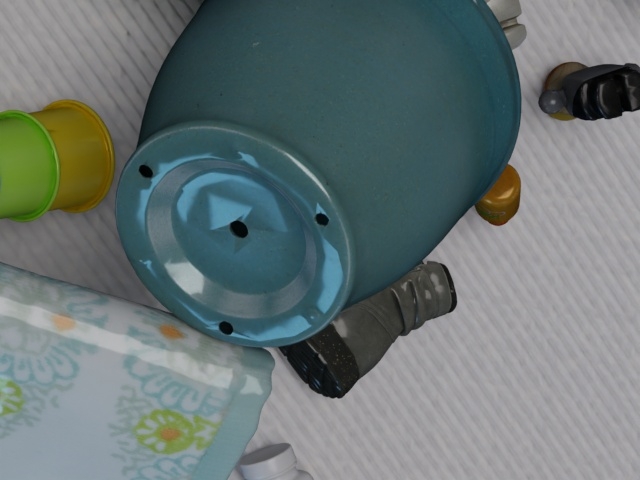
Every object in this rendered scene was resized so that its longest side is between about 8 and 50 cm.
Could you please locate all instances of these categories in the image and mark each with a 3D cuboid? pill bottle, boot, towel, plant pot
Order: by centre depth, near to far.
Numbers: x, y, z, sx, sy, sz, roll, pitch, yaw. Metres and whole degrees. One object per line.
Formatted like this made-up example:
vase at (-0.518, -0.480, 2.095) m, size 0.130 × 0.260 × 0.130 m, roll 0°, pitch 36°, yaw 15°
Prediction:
plant pot at (-0.016, -0.060, 1.464) m, size 0.271 × 0.272 × 0.255 m, roll 52°, pitch 37°, yaw -13°
towel at (-0.248, 0.171, 1.507) m, size 0.320 × 0.090 × 0.374 m, roll 17°, pitch 128°, yaw -18°
pill bottle at (-0.028, 0.236, 1.698) m, size 0.065 × 0.065 × 0.116 m, roll -21°, pitch 99°, yaw -16°
boot at (0.000, 0.000, 1.704) m, size 0.161 × 0.083 × 0.246 m, roll -41°, pitch 104°, yaw -25°

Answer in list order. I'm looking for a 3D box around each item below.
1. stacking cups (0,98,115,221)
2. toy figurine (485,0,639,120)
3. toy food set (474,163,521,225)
stacking cups at (-0.289, -0.049, 1.495) m, size 0.316 × 0.096 × 0.096 m, roll -13°, pitch 98°, yaw -55°
toy figurine at (0.211, -0.219, 1.723) m, size 0.213 × 0.148 × 0.209 m, roll 25°, pitch 90°, yaw -20°
toy food set at (0.066, -0.089, 1.703) m, size 0.232 × 0.104 × 0.111 m, roll 14°, pitch 77°, yaw 8°
